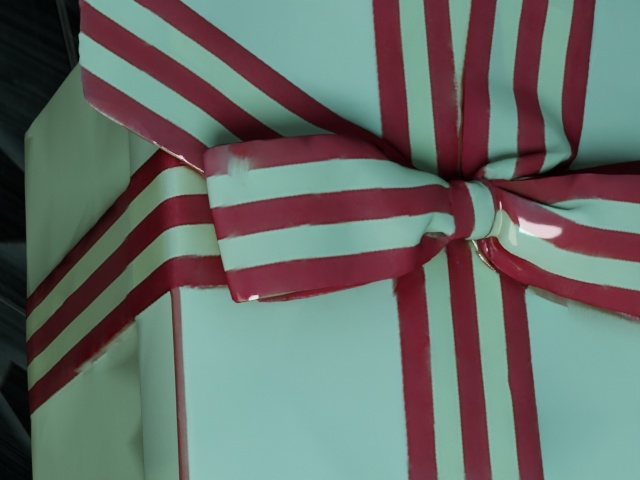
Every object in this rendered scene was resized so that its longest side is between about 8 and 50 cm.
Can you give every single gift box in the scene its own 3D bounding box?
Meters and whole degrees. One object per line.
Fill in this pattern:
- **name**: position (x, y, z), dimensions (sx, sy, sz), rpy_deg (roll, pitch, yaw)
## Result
- **gift box**: position (0.000, 0.000, 0.794), dimensions (0.258, 0.255, 0.276), rpy_deg (146, 118, -62)
